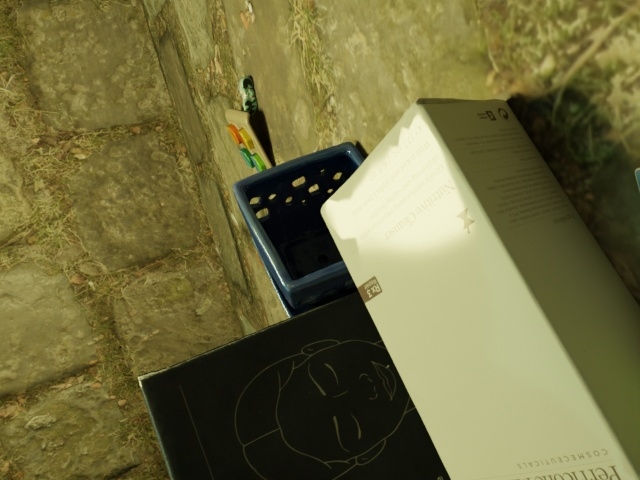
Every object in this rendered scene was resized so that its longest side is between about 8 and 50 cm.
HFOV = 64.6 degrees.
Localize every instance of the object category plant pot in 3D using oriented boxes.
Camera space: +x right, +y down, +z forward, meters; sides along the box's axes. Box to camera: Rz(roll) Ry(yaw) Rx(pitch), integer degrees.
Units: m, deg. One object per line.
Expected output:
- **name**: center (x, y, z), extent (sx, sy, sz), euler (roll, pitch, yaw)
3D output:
- **plant pot**: center (0.000, 0.000, 0.911), extent (0.235, 0.236, 0.212), euler (61, 164, 26)

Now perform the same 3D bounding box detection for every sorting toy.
- **sorting toy**: center (-0.197, -0.255, 1.392), extent (0.193, 0.038, 0.208), euler (34, 151, 58)

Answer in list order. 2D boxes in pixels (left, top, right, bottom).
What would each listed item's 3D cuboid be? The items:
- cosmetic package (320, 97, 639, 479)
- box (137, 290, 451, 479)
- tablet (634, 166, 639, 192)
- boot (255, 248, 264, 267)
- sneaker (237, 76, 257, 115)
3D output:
- **cosmetic package**: center (0.180, 0.065, 0.547), extent (0.217, 0.156, 0.384), euler (-47, 62, 49)
- **box**: center (0.020, 0.374, 0.836), extent (0.479, 0.473, 0.297), euler (64, 158, 18)
- **tablet**: center (0.302, -0.026, 0.430), extent (0.054, 0.006, 0.083), euler (-3, 106, 68)
- **boot**: center (-0.072, 0.108, 1.342), extent (0.220, 0.109, 0.283), euler (32, 139, 61)
- **sneaker**: center (-0.195, -0.382, 1.332), extent (0.069, 0.038, 0.098), euler (-139, 43, -58)
